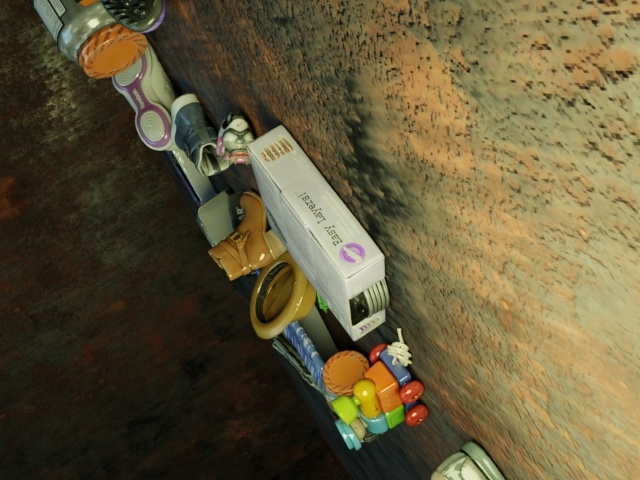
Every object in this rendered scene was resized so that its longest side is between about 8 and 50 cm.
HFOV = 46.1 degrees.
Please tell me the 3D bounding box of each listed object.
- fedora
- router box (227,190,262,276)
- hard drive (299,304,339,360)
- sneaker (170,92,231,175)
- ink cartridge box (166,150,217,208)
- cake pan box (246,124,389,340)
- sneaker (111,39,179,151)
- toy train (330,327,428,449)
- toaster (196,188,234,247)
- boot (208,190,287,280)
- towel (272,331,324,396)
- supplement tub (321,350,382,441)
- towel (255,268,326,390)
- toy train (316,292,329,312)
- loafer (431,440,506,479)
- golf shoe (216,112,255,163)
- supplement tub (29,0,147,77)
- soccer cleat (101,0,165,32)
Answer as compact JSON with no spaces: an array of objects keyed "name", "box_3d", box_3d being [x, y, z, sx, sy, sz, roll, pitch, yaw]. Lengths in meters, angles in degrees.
[{"name":"fedora","box_3d":[-0.066,0.114,1.529,0.079,0.194,0.194,22,-168,-34]},{"name":"router box","box_3d":[-0.176,-0.012,1.766,0.133,0.046,0.178,114,141,-78]},{"name":"hard drive","box_3d":[-0.047,0.160,1.765,0.172,0.054,0.254,40,159,59]},{"name":"sneaker","box_3d":[-0.259,-0.198,1.644,0.163,0.086,0.226,59,168,13]},{"name":"ink cartridge box","box_3d":[-0.409,-0.248,2.252,0.370,0.069,0.176,65,168,-20]},{"name":"cake pan box","box_3d":[0.000,0.000,1.089,0.266,0.070,0.245,53,170,26]},{"name":"sneaker","box_3d":[-0.400,-0.345,1.791,0.152,0.114,0.305,3,-114,-70]},{"name":"toy train","box_3d":[0.077,0.233,1.176,0.105,0.143,0.248,50,166,37]},{"name":"toaster","box_3d":[-0.244,-0.032,1.970,0.185,0.110,0.168,59,170,-4]},{"name":"boot","box_3d":[-0.164,-0.013,1.545,0.197,0.152,0.073,48,165,42]},{"name":"towel","box_3d":[-0.005,0.403,2.105,0.324,0.056,0.312,52,173,-28]},{"name":"supplement tub","box_3d":[0.070,0.305,1.480,0.117,0.117,0.190,48,165,42]},{"name":"towel","box_3d":[-0.042,0.236,1.667,0.336,0.040,0.243,52,168,42]},{"name":"toy train","box_3d":[0.007,0.123,1.523,0.024,0.017,0.083,43,164,23]},{"name":"loafer","box_3d":[0.253,0.409,1.028,0.267,0.084,0.096,55,169,16]},{"name":"golf shoe","box_3d":[-0.141,-0.174,1.281,0.186,0.068,0.085,-156,64,-75]},{"name":"supplement tub","box_3d":[-0.521,-0.523,1.634,0.316,0.194,0.193,57,169,8]},{"name":"soccer cleat","box_3d":[-0.337,-0.448,1.322,0.318,0.108,0.116,49,-174,34]}]
